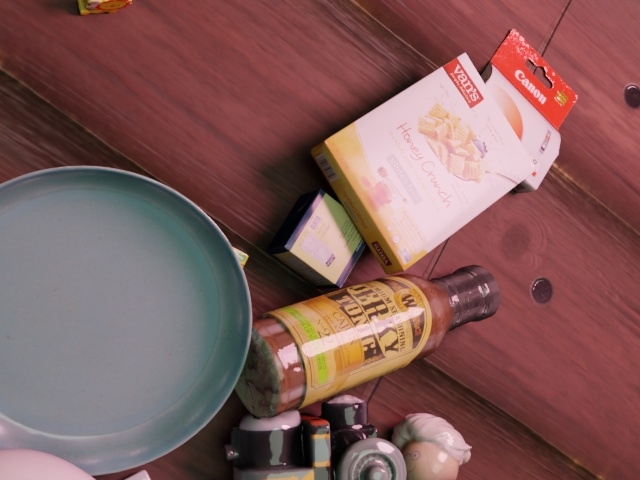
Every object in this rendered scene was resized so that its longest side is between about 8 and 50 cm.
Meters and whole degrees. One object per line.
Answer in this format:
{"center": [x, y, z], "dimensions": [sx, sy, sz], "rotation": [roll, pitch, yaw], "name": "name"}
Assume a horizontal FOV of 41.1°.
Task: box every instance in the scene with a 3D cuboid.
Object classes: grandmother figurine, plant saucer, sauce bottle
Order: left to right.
{"center": [-0.227, 0.080, 0.833], "dimensions": [0.318, 0.043, 0.317], "rotation": [-3, 106, -12], "name": "plant saucer"}
{"center": [0.063, 0.098, 0.975], "dimensions": [0.344, 0.111, 0.111], "rotation": [-17, 93, -34], "name": "sauce bottle"}
{"center": [0.145, 0.346, 0.932], "dimensions": [0.104, 0.208, 0.342], "rotation": [36, 33, -44], "name": "grandmother figurine"}

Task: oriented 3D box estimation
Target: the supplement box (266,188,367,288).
{"center": [0.000, 0.000, 0.986], "dimensions": [0.083, 0.056, 0.083], "rotation": [37, 72, -18], "name": "supplement box"}

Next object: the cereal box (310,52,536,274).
{"center": [0.127, -0.094, 1.005], "dimensions": [0.240, 0.047, 0.173], "rotation": [-36, 96, -26], "name": "cereal box"}

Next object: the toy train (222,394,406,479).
{"center": [-0.010, 0.337, 0.921], "dimensions": [0.190, 0.142, 0.333], "rotation": [0, 86, -15], "name": "toy train"}

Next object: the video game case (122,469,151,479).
{"center": [-0.211, 0.356, 0.853], "dimensions": [0.173, 0.022, 0.190], "rotation": [-25, 80, -24], "name": "video game case"}

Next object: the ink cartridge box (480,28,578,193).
{"center": [0.270, -0.174, 1.133], "dimensions": [0.145, 0.045, 0.179], "rotation": [41, 74, -17], "name": "ink cartridge box"}

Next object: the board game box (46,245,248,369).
{"center": [-0.183, 0.038, 0.904], "dimensions": [0.170, 0.048, 0.141], "rotation": [30, 74, -20], "name": "board game box"}

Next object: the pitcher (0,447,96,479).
{"center": [-0.250, 0.296, 0.792], "dimensions": [0.207, 0.125, 0.177], "rotation": [24, 75, -19], "name": "pitcher"}

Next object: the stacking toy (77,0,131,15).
{"center": [-0.317, -0.309, 0.864], "dimensions": [0.221, 0.052, 0.166], "rotation": [-13, 91, -25], "name": "stacking toy"}
